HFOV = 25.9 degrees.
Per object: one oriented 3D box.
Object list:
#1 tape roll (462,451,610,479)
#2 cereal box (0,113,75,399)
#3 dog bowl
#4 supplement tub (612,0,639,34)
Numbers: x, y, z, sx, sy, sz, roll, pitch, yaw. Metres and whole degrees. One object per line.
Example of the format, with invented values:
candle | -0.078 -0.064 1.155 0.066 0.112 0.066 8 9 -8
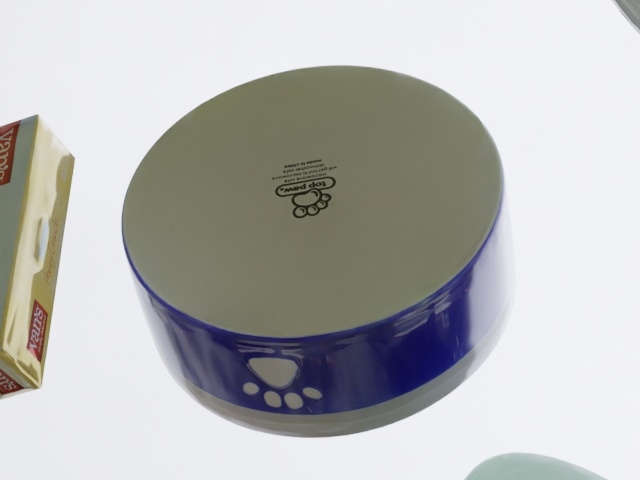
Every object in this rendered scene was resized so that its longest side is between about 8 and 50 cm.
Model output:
tape roll | 0.200 0.278 0.898 0.321 0.321 0.077 45 -66 20
cereal box | -0.261 0.033 0.801 0.240 0.047 0.173 -15 -132 17
dog bowl | 0.000 0.000 0.963 0.265 0.104 0.265 -6 -134 6
supplement tub | 0.212 -0.148 0.575 0.191 0.272 0.191 1 -88 23
